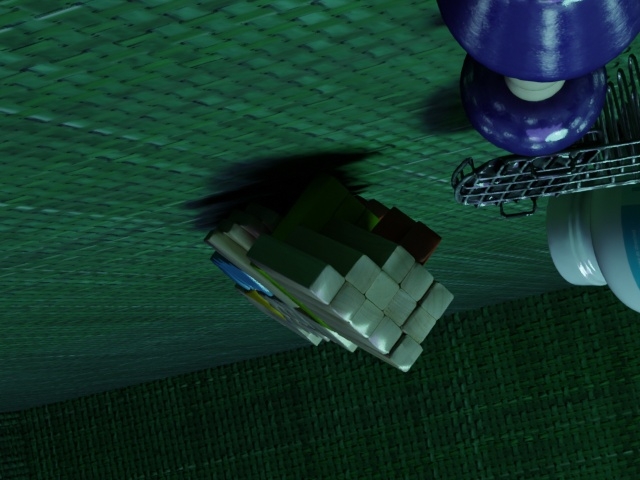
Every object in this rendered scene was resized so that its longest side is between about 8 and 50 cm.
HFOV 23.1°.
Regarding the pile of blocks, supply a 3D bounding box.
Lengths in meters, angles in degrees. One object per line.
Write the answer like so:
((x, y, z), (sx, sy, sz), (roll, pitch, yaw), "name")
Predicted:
((0.000, 0.000, 1.172), (0.112, 0.149, 0.362), (-54, -169, -8), "pile of blocks")

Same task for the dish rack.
((0.213, -0.074, 0.963), (0.271, 0.074, 0.208), (-10, 172, 0), "dish rack")

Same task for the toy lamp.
((0.087, -0.087, 0.611), (0.080, 0.080, 0.275), (-12, 176, 7), "toy lamp")

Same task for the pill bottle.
((0.303, -0.017, 1.159), (0.264, 0.146, 0.146), (-5, 179, 39), "pill bottle")
